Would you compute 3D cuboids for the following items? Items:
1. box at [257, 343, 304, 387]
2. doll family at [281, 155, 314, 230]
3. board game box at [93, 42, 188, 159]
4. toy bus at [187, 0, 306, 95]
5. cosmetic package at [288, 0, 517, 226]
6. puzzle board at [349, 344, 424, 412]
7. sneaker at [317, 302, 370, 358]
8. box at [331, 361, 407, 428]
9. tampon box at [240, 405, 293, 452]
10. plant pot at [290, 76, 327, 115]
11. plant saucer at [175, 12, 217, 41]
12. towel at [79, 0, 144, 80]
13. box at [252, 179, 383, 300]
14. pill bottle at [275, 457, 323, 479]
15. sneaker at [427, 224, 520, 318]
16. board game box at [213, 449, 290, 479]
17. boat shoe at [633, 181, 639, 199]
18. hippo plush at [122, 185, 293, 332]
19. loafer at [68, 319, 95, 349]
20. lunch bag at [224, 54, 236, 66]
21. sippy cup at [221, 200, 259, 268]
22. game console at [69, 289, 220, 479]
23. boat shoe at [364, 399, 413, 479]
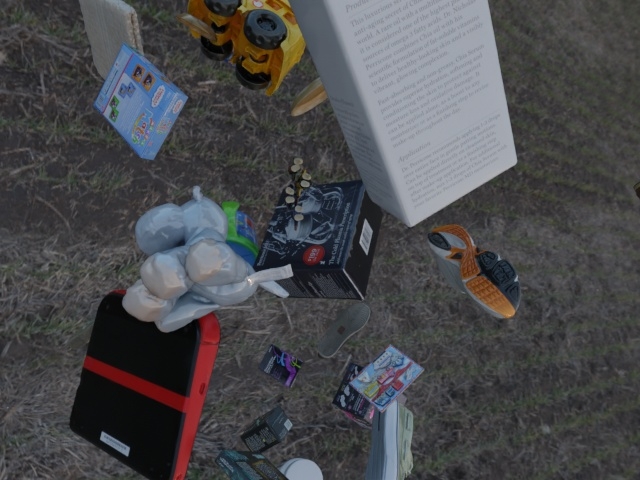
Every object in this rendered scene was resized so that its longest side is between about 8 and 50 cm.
[{"bbox_3d":[-0.165,0.520,1.798,0.162,0.029,0.116,25,81,16],"label":"box"},{"bbox_3d":[-0.064,-0.125,1.149,0.076,0.111,0.192,17,86,-13],"label":"doll family"},{"bbox_3d":[-0.393,-0.300,0.931,0.211,0.160,0.039,45,19,23],"label":"board game box"},{"bbox_3d":[-0.122,-0.444,0.877,0.220,0.149,0.211,36,63,-2],"label":"toy bus"},{"bbox_3d":[0.128,-0.275,0.675,0.230,0.161,0.452,-30,121,-6],"label":"cosmetic package"},{"bbox_3d":[0.135,0.280,0.893,0.128,0.096,0.011,-36,133,-23],"label":"puzzle board"},{"bbox_3d":[0.067,0.296,1.420,0.222,0.118,0.083,-41,79,-18],"label":"sneaker"},{"bbox_3d":[0.178,0.565,1.516,0.247,0.142,0.163,51,59,-42],"label":"box"},{"bbox_3d":[-0.215,0.765,1.738,0.101,0.161,0.120,53,24,3],"label":"tampon box"},{"bbox_3d":[-0.011,-0.508,1.473,0.236,0.236,0.032,-38,94,-39],"label":"plant pot"},{"bbox_3d":[-0.231,-0.405,0.815,0.084,0.083,0.015,24,100,-27],"label":"plant saucer"},{"bbox_3d":[-0.544,-0.522,1.153,0.187,0.282,0.049,35,55,11],"label":"towel"},{"bbox_3d":[0.000,0.000,1.377,0.179,0.313,0.342,55,41,-44],"label":"box"},{"bbox_3d":[-0.097,0.892,1.583,0.162,0.283,0.161,10,57,-15],"label":"pill bottle"},{"bbox_3d":[0.316,0.075,0.885,0.262,0.100,0.120,-114,-178,-53],"label":"sneaker"},{"bbox_3d":[-0.122,0.470,0.862,0.026,0.126,0.186,-54,151,-13],"label":"board game box"},{"bbox_3d":[0.957,-0.161,1.218,0.064,0.178,0.060,-5,71,7],"label":"boat shoe"},{"bbox_3d":[-0.228,0.004,0.807,0.295,0.234,0.236,-16,64,-17],"label":"hippo plush"},{"bbox_3d":[-0.707,0.276,1.338,0.148,0.050,0.056,-30,120,-22],"label":"loafer"},{"bbox_3d":[-0.173,-0.513,1.102,0.151,0.128,0.096,-18,45,-43],"label":"lunch bag"},{"bbox_3d":[-0.325,0.013,1.555,0.240,0.305,0.224,35,28,-27],"label":"sippy cup"},{"bbox_3d":[-0.388,0.291,0.934,0.060,0.387,0.341,20,77,-55],"label":"game console"},{"bbox_3d":[0.171,0.500,1.006,0.094,0.109,0.302,25,38,-5],"label":"boat shoe"}]
